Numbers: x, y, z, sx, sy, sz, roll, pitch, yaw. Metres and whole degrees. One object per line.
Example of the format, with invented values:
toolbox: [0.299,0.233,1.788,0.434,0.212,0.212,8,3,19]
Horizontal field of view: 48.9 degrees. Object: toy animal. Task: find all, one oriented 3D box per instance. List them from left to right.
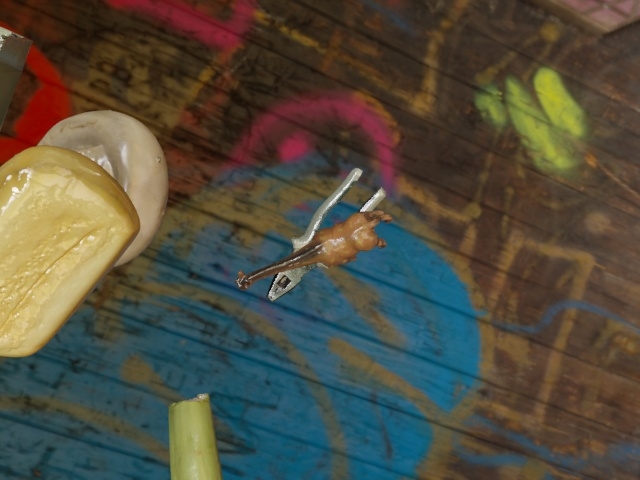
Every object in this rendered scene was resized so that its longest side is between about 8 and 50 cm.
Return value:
toy animal: [-0.004,0.021,1.143,0.224,0.229,0.066,-32,76,32]

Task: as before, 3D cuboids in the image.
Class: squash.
squash: [-0.174,0.333,0.989,0.083,0.083,0.250,-54,41,46]

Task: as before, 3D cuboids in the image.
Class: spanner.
spanner: [0.000,0.000,1.430,0.325,0.095,0.040,-49,6,8]

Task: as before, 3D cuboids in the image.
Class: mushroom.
mushroom: [-0.427,-0.099,1.226,0.290,0.292,0.293,10,-75,-67]

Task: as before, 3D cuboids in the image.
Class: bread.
bread: [-0.284,0.008,0.691,0.217,0.147,0.098,-44,30,8]

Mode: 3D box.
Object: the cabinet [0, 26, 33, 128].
cabinet: [-0.403,-0.134,0.698,0.206,0.145,0.150,-65,16,8]
